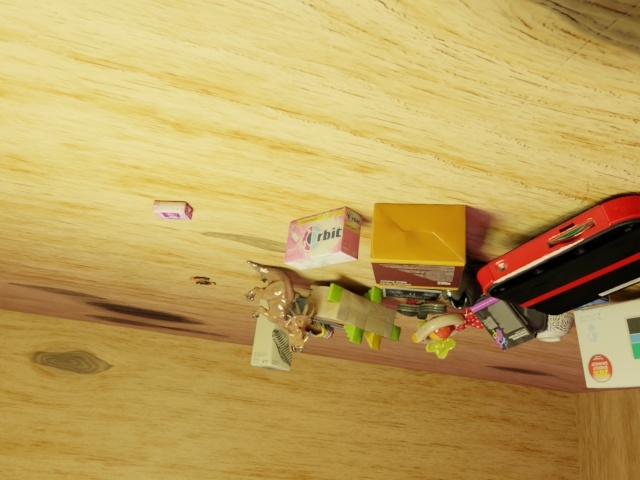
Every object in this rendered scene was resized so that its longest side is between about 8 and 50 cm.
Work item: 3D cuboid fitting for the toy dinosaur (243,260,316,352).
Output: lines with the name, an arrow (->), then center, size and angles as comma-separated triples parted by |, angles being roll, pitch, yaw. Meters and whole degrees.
toy dinosaur -> -0.113, 0.180, 1.589 | 0.200, 0.295, 0.127 | -13, -172, 45

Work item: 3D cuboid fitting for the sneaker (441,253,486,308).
sneaker -> 0.372, 0.116, 1.351 | 0.109, 0.130, 0.286 | -10, 163, 38

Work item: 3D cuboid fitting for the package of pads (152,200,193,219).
package of pads -> -0.347, -0.070, 1.227 | 0.083, 0.031, 0.050 | 2, 160, 11

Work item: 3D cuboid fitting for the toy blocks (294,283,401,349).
toy blocks -> 0.060, 0.235, 1.754 | 0.261, 0.190, 0.381 | 1, 161, 44

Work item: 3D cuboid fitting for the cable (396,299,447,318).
cable -> 0.324, 0.207, 1.678 | 0.140, 0.072, 0.287 | 12, 165, 5

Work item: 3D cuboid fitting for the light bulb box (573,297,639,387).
light bulb box -> 0.957, 0.268, 1.391 | 0.361, 0.225, 0.358 | 6, 161, -26

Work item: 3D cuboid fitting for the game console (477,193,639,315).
game console -> 0.579, 0.051, 1.138 | 0.342, 0.060, 0.387 | 16, 143, -34

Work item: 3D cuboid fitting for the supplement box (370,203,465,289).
supplement box -> 0.215, 0.018, 1.157 | 0.192, 0.129, 0.194 | 2, 158, 12

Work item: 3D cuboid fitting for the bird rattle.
bird rattle -> 0.416, 0.291, 1.706 | 0.207, 0.143, 0.253 | 5, 150, -37

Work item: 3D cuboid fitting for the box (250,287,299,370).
box -> -0.154, 0.305, 1.812 | 0.094, 0.274, 0.113 | -11, 154, 38

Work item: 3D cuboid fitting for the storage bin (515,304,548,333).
storage bin -> 0.550, 0.213, 1.465 | 0.091, 0.098, 0.135 | 33, 149, -30

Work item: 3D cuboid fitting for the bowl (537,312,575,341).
bowl -> 0.789, 0.303, 1.808 | 0.170, 0.080, 0.170 | 6, 158, 2

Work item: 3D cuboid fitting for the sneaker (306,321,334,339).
sneaker -> -0.056, 0.284, 1.915 | 0.225, 0.088, 0.093 | 26, 180, 21

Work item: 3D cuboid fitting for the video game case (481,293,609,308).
video game case -> 0.615, 0.147, 1.478 | 0.270, 0.061, 0.244 | 15, 159, -22

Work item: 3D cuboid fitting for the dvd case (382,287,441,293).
dvd case -> 0.278, 0.151, 1.586 | 0.180, 0.029, 0.238 | 4, 167, 9

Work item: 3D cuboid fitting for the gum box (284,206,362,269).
gum box -> 0.000, 0.000, 1.203 | 0.189, 0.107, 0.062 | -13, 152, 41

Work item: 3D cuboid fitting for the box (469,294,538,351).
box -> 0.496, 0.216, 1.432 | 0.029, 0.162, 0.116 | -31, 173, -41

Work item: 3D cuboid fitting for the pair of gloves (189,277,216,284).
pair of gloves -> -0.412, 0.142, 1.834 | 0.074, 0.010, 0.083 | 0, 161, 11
